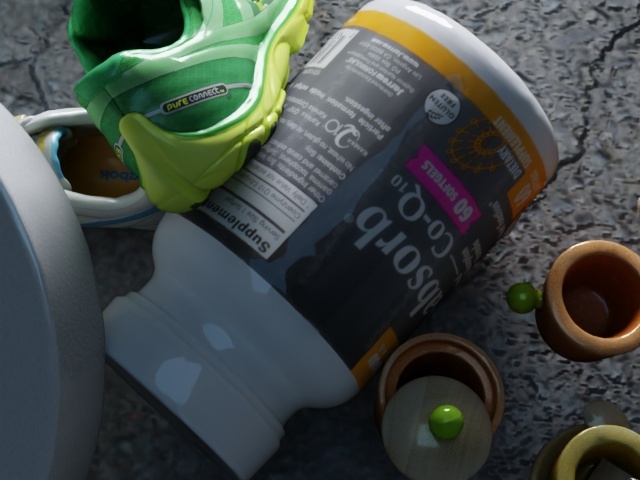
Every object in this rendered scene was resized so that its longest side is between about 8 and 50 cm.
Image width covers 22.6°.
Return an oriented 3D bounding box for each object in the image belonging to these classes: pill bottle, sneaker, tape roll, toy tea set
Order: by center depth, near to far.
[{"bbox_3d":[-0.312,0.064,0.916,0.392,0.072,0.392,2,97,15],"label":"tape roll"},{"bbox_3d":[0.196,0.073,0.946,0.336,0.124,0.200,-28,78,-17],"label":"toy tea set"},{"bbox_3d":[-0.078,-0.138,0.959,0.109,0.295,0.123,-35,115,21],"label":"sneaker"},{"bbox_3d":[0.000,0.000,0.967,0.162,0.162,0.278,40,79,9],"label":"pill bottle"},{"bbox_3d":[-0.189,-0.046,1.013,0.229,0.092,0.087,-6,76,3],"label":"sneaker"}]
